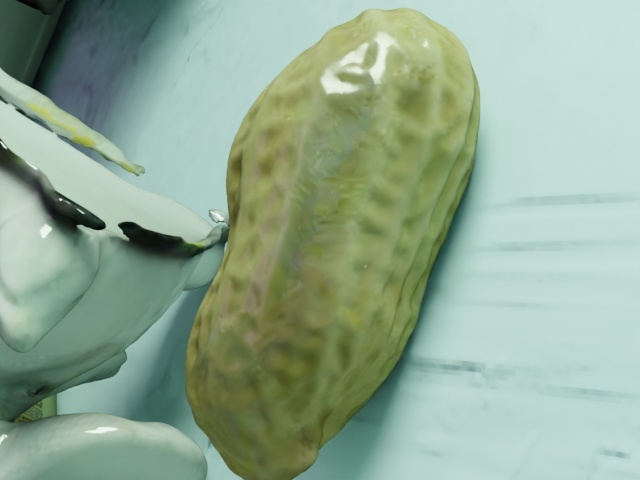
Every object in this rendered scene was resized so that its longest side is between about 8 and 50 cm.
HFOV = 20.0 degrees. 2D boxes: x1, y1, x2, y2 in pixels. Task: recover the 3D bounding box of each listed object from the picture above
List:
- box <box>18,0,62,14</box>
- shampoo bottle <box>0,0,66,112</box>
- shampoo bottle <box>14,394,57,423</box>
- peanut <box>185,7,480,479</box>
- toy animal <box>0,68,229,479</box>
[{"bbox_3d":[-0.189,-0.301,1.055,0.251,0.204,0.345,-48,26,-6],"label":"box"},{"bbox_3d":[-0.254,-0.088,1.248,0.153,0.071,0.284,24,92,62],"label":"shampoo bottle"},{"bbox_3d":[-0.178,0.114,0.961,0.079,0.079,0.162,-49,34,33],"label":"shampoo bottle"},{"bbox_3d":[0.000,0.000,0.707,0.194,0.093,0.083,-66,-12,0],"label":"peanut"},{"bbox_3d":[-0.169,0.060,0.810,0.174,0.249,0.289,-112,35,-73],"label":"toy animal"}]
